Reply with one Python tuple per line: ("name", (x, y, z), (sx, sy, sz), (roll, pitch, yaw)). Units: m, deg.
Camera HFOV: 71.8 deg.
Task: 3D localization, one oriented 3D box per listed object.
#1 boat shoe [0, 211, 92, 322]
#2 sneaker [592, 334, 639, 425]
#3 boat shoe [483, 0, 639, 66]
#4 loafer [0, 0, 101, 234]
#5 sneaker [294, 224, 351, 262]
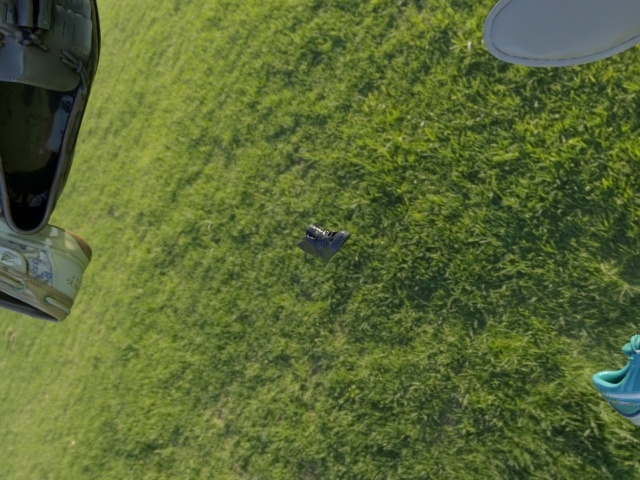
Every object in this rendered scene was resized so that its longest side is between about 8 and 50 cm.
("boat shoe", (-0.381, 0.009, 0.418), (0.104, 0.286, 0.089), (132, 146, -54))
("sneaker", (0.542, 0.189, 0.692), (0.110, 0.107, 0.275), (43, 134, 26))
("boat shoe", (0.230, -0.187, 0.329), (0.206, 0.075, 0.065), (-13, 25, 26))
("loafer", (-0.235, -0.123, 0.368), (0.084, 0.096, 0.267), (55, 133, 38))
("sneaker", (0.002, -0.002, 0.971), (0.051, 0.089, 0.170), (-45, -4, -26))
